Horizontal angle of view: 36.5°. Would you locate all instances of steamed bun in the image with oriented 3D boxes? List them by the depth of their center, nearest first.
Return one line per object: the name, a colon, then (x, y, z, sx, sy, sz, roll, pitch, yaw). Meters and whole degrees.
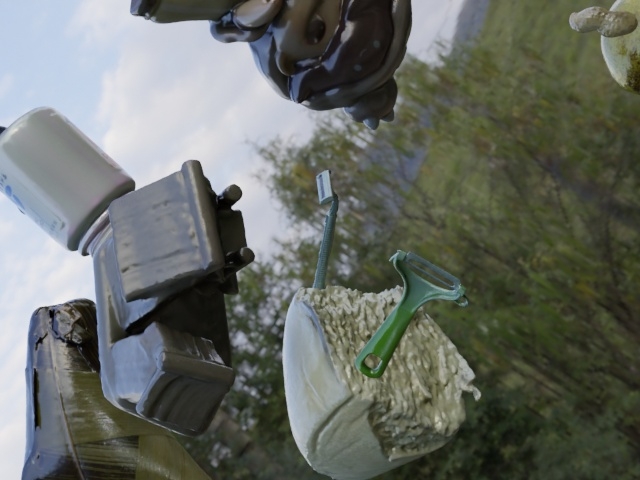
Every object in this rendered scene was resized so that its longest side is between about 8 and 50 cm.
steamed bun: (0.044, 0.199, 1.488, 0.273, 0.272, 0.290, -43, 31, 23)

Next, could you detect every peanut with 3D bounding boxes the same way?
peanut: (0.357, -0.277, 1.224, 0.037, 0.083, 0.037, 12, -90, -70)

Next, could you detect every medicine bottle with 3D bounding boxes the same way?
medicine bottle: (-0.408, -0.077, 1.640, 0.170, 0.293, 0.170, -49, -3, -4)

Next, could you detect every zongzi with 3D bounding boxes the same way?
zongzi: (-0.270, 0.229, 1.380, 0.154, 0.317, 0.289, 0, -90, -76)

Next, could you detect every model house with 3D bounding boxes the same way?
model house: (-0.112, 0.040, 0.784, 0.188, 0.122, 0.229, 143, 125, -64)

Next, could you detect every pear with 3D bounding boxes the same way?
pear: (0.574, -0.334, 1.638, 0.197, 0.197, 0.197, -55, -9, -13)

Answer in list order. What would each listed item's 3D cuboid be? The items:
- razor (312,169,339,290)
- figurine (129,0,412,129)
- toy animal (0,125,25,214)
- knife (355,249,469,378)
razor: (0.007, 0.001, 1.528, 0.084, 0.036, 0.211, -95, 7, -57)
figurine: (-0.044, -0.281, 1.169, 0.203, 0.381, 0.248, -6, 78, 52)
toy animal: (-0.662, -0.158, 1.920, 0.255, 0.239, 0.176, 45, -144, -43)
knife: (0.075, 0.075, 0.890, 0.022, 0.078, 0.166, -49, -10, -44)
